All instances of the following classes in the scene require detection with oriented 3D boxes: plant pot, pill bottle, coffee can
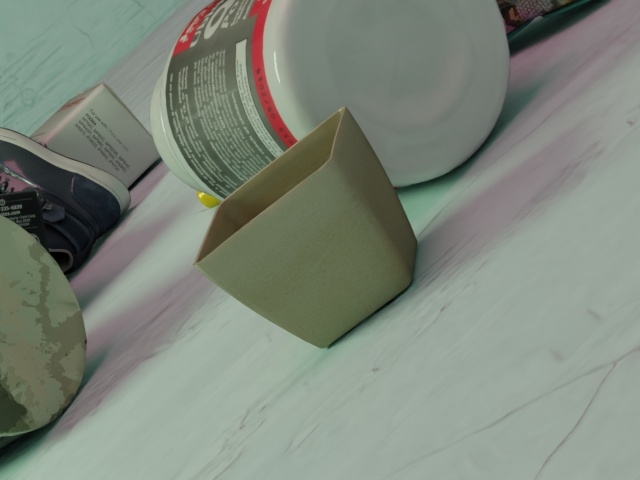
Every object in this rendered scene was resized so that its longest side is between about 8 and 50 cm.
[{"bbox_3d":[0.000,0.000,1.154,0.109,0.096,0.109,-37,14,18],"label":"plant pot"},{"bbox_3d":[-0.012,-0.110,1.369,0.176,0.176,0.318,-47,14,-21],"label":"pill bottle"},{"bbox_3d":[-0.358,0.115,1.585,0.275,0.201,0.201,-31,17,38],"label":"coffee can"}]

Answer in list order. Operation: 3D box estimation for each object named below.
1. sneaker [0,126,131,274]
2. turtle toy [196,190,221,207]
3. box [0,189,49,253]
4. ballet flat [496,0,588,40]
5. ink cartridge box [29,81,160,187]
[{"bbox_3d":[-0.345,-0.034,2.061,0.086,0.226,0.163,93,-160,-45],"label":"sneaker"},{"bbox_3d":[-0.084,-0.093,1.765,0.095,0.066,0.130,-37,14,19],"label":"turtle toy"},{"bbox_3d":[-0.387,0.050,1.877,0.165,0.143,0.270,-8,-6,-31],"label":"box"},{"bbox_3d":[0.151,-0.195,1.388,0.221,0.079,0.077,-27,18,46],"label":"ballet flat"},{"bbox_3d":[-0.337,-0.053,2.262,0.273,0.114,0.197,-46,13,-14],"label":"ink cartridge box"}]
